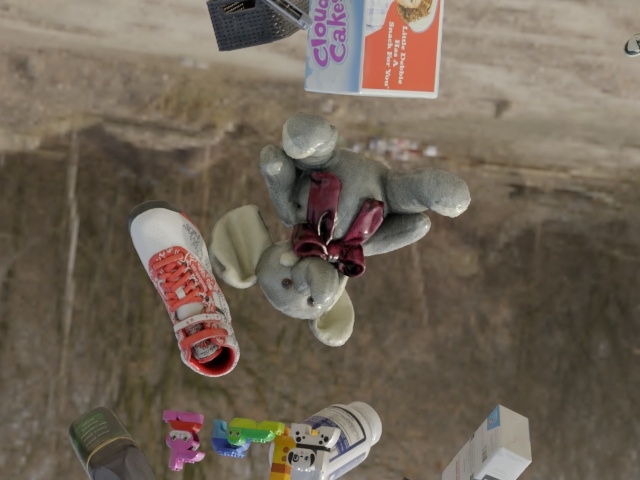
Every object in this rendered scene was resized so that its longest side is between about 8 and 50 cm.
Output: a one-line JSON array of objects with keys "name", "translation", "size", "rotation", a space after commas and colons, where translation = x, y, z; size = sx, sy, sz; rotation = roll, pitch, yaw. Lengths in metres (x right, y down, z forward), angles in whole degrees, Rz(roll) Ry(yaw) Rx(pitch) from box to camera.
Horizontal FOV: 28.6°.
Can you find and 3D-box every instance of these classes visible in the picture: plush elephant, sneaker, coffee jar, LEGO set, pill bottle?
[{"name": "plush elephant", "translation": [0.000, 0.000, 1.770], "size": [0.272, 0.255, 0.330], "rotation": [23, 167, -18]}, {"name": "sneaker", "translation": [-0.185, 0.075, 1.769], "size": [0.090, 0.270, 0.145], "rotation": [-22, -138, 0]}, {"name": "sneaker", "translation": [0.480, -0.297, 1.832], "size": [0.083, 0.032, 0.037], "rotation": [-28, 175, 8]}, {"name": "coffee jar", "translation": [-0.286, 0.300, 1.725], "size": [0.079, 0.096, 0.184], "rotation": [-31, -161, -14]}, {"name": "LEGO set", "translation": [-0.078, 0.267, 1.523], "size": [0.227, 0.093, 0.087], "rotation": [2, 166, 24]}, {"name": "pill bottle", "translation": [0.012, 0.286, 1.774], "size": [0.094, 0.094, 0.169], "rotation": [7, -164, 35]}]

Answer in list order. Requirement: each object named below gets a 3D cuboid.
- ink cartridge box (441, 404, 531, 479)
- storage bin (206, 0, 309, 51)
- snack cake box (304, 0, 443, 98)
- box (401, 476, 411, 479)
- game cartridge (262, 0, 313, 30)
[{"name": "ink cartridge box", "translation": [0.266, 0.366, 2.033], "size": [0.060, 0.180, 0.104], "rotation": [26, -148, -11]}, {"name": "storage bin", "translation": [-0.094, -0.373, 2.042], "size": [0.122, 0.084, 0.180], "rotation": [-7, -161, 22]}, {"name": "snack cake box", "translation": [0.070, -0.303, 1.484], "size": [0.089, 0.264, 0.152], "rotation": [9, -171, 40]}, {"name": "box", "translation": [0.155, 0.418, 1.287], "size": [0.242, 0.076, 0.307], "rotation": [31, -151, -8]}, {"name": "game cartridge", "translation": [-0.046, -0.259, 1.372], "size": [0.083, 0.017, 0.056], "rotation": [35, 180, -14]}]
